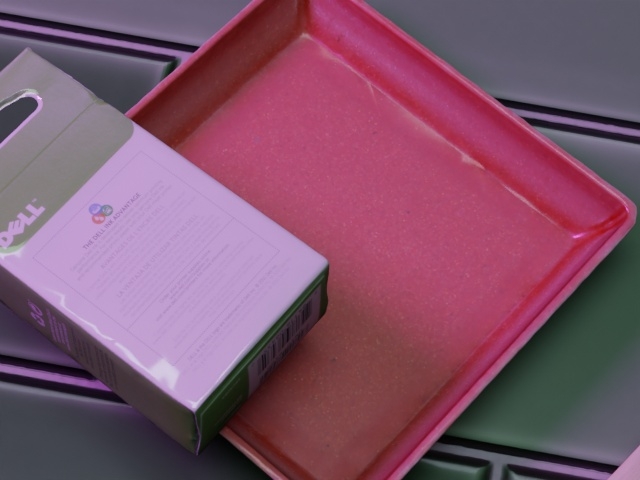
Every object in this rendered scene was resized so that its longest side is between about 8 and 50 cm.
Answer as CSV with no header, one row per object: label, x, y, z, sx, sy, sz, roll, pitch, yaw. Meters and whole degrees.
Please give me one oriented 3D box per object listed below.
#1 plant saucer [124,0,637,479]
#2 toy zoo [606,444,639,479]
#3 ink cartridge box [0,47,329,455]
plant saucer,0.000,0.000,0.992,0.258,0.047,0.259,39,68,16
toy zoo,0.230,0.245,0.884,0.293,0.030,0.192,42,68,18
ink cartridge box,-0.109,0.003,0.923,0.209,0.062,0.109,36,66,15
